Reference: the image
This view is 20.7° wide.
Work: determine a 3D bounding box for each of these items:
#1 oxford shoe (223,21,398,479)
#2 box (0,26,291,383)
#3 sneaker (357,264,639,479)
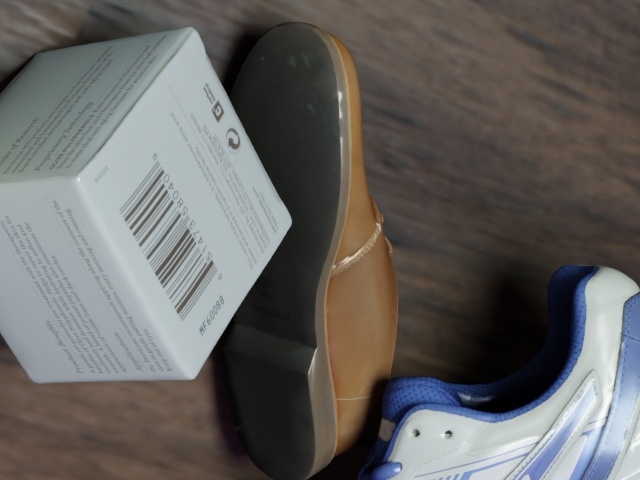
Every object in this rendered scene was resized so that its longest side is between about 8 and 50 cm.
[{"bbox_3d":[0.000,0.000,0.776,0.076,0.076,0.212,-24,126,-40],"label":"oxford shoe"},{"bbox_3d":[-0.083,-0.012,0.690,0.101,0.087,0.102,63,39,-30],"label":"box"},{"bbox_3d":[0.047,0.129,0.791,0.296,0.112,0.131,-38,99,-5],"label":"sneaker"}]
